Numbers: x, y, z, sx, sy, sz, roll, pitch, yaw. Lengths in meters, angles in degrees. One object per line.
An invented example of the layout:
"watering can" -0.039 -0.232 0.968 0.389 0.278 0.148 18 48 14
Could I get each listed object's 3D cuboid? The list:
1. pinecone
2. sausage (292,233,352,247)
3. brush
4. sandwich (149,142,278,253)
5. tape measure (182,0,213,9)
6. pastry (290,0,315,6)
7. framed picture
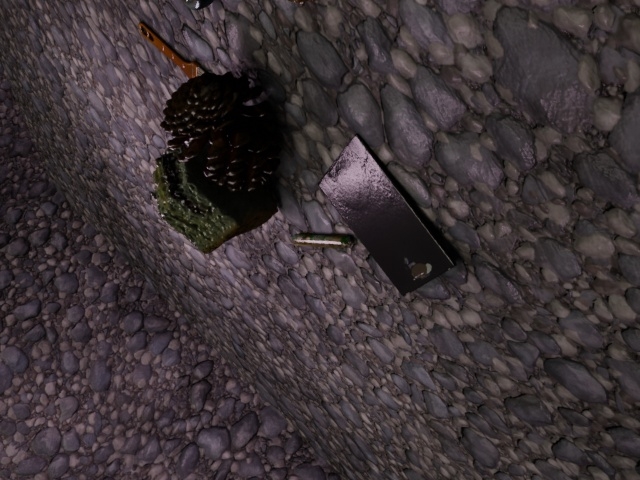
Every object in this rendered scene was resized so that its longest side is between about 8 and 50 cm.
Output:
"pinecone" -0.207 -0.229 1.475 0.246 0.246 0.292 20 150 47
"sausage" 0.000 0.001 1.649 0.269 0.033 0.032 3 126 57
"brush" -0.363 -0.458 1.678 0.314 0.017 0.090 42 150 19
"sandwich" -0.270 -0.121 1.623 0.131 0.325 0.262 -37 88 25
"tape measure" -0.300 -0.508 1.349 0.107 0.180 0.104 54 137 -2
"pastry" -0.040 -0.483 0.952 0.275 0.193 0.274 4 116 7
"framed picture" 0.128 -0.042 1.399 0.323 0.013 0.244 53 154 4
